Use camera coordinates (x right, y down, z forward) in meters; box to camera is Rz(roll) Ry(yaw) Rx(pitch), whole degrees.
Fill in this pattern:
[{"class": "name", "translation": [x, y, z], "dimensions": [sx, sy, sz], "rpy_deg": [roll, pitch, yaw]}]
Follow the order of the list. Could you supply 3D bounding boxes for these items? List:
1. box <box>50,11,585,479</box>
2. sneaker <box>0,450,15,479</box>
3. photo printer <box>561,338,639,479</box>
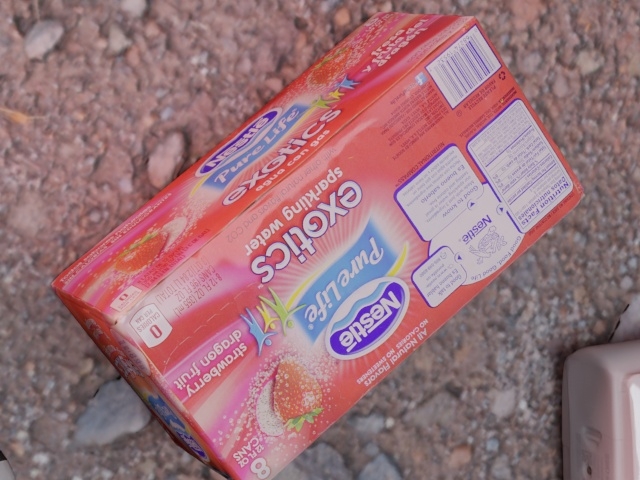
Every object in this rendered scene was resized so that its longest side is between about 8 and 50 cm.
[{"class": "box", "translation": [0.000, 0.000, 1.199], "dimensions": [0.300, 0.142, 0.154], "rpy_deg": [-42, 112, -14]}, {"class": "sneaker", "translation": [-0.264, 0.263, 1.084], "dimensions": [0.295, 0.124, 0.178], "rpy_deg": [-35, 91, -31]}, {"class": "photo printer", "translation": [0.334, 0.186, 1.399], "dimensions": [0.308, 0.107, 0.256], "rpy_deg": [-6, 100, -24]}]
